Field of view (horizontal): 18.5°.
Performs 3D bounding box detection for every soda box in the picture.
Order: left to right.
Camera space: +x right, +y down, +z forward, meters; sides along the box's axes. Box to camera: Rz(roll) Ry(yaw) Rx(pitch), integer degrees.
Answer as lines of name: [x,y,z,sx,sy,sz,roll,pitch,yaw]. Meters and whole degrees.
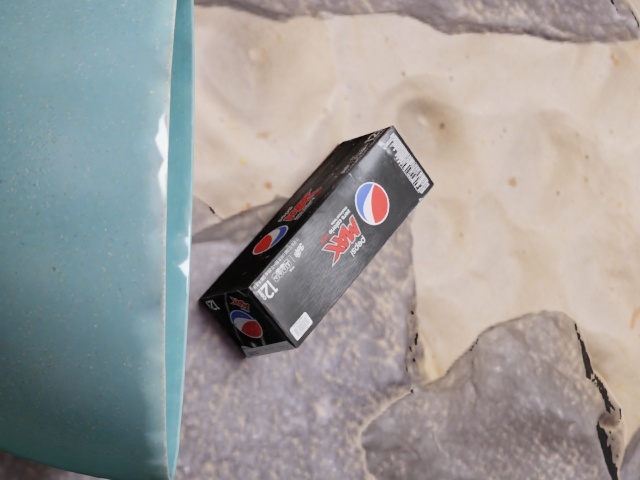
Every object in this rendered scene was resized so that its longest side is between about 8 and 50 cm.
soda box: [0.000,0.000,1.275,0.053,0.060,0.169,53,56,-16]

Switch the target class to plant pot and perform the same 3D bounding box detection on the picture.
plant pot: [-0.170,-0.018,1.041,0.195,0.290,0.290,2,78,-1]
